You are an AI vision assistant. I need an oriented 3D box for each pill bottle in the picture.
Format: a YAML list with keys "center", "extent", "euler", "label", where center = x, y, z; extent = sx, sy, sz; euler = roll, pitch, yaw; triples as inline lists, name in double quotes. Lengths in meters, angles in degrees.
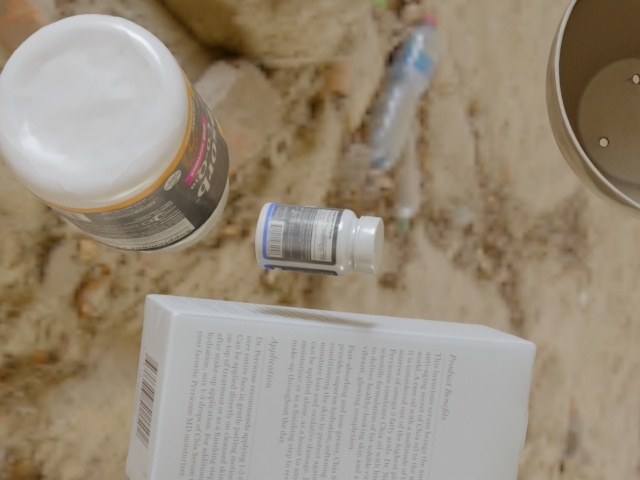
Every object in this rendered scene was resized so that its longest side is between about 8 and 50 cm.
- center: [0.000, 0.000, 1.837]
  extent: [0.078, 0.137, 0.078]
  euler: [6, 90, -79]
  label: "pill bottle"
- center: [-0.168, -0.078, 1.388]
  extent: [0.278, 0.162, 0.162]
  euler: [56, 42, -76]
  label: "pill bottle"

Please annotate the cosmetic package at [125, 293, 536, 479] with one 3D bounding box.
- center: [0.011, 0.203, 1.926]
  extent: [0.453, 0.161, 0.230]
  euler: [7, 94, -18]
  label: "cosmetic package"

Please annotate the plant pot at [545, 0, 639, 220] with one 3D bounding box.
- center: [0.343, -0.138, 1.576]
  extent: [0.191, 0.284, 0.284]
  euler: [131, -33, -79]
  label: "plant pot"
